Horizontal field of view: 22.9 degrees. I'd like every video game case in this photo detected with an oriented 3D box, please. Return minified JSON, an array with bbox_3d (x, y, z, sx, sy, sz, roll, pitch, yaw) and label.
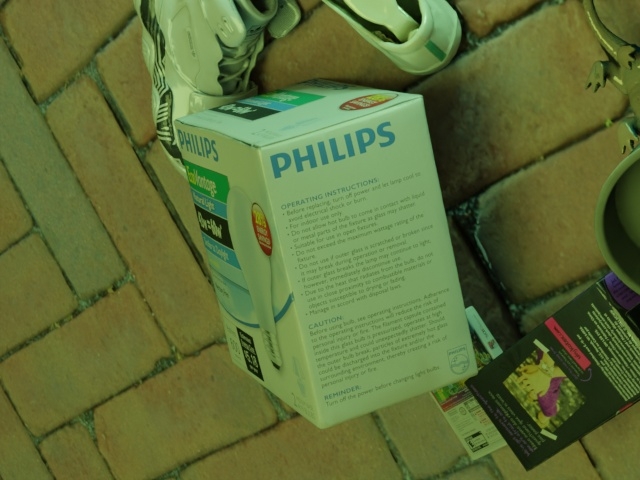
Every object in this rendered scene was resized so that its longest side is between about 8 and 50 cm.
[{"bbox_3d":[0.206,0.196,2.133,0.183,0.023,0.201,57,152,5],"label":"video game case"}]

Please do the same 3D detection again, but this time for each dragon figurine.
[{"bbox_3d":[0.386,-0.175,1.795,0.085,0.144,0.289,-47,58,43],"label":"dragon figurine"}]

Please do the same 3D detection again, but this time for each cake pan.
[{"bbox_3d":[0.450,-0.031,1.738,0.293,0.054,0.293,7,135,7],"label":"cake pan"}]

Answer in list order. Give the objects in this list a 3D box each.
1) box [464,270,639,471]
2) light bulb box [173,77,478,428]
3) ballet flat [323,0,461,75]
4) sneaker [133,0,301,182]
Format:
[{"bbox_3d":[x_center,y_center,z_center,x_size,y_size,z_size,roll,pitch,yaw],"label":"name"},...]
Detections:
[{"bbox_3d":[0.334,0.142,1.931,0.143,0.165,0.270,55,136,8],"label":"box"},{"bbox_3d":[0.000,0.000,2.032,0.358,0.225,0.361,-157,52,-67],"label":"light bulb box"},{"bbox_3d":[0.014,-0.361,1.997,0.400,0.139,0.139,43,132,17],"label":"ballet flat"},{"bbox_3d":[-0.132,-0.239,2.185,0.210,0.137,0.365,-3,104,45],"label":"sneaker"}]
